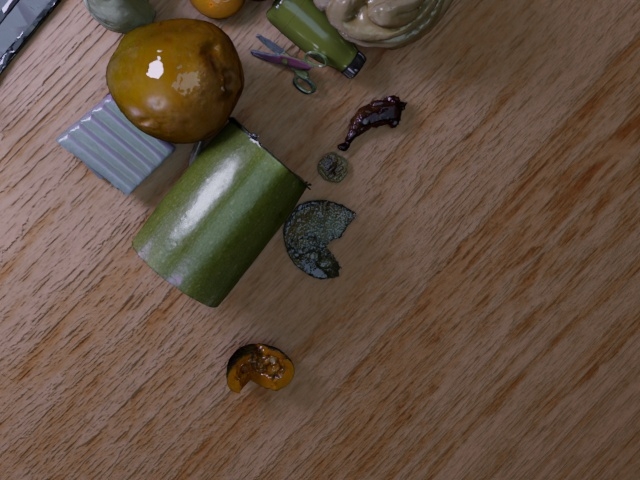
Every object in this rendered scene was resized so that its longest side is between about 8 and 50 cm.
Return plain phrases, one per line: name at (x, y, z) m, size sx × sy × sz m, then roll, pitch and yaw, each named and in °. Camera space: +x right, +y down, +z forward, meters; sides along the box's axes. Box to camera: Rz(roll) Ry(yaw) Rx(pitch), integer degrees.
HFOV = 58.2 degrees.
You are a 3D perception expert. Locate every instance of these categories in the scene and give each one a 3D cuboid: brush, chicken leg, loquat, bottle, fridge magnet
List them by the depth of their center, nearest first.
loquat at (-0.315, -0.355, 1.255) m, size 0.283 × 0.276 × 0.276 m, roll 22°, pitch 97°, yaw 14°
fridge magnet at (-0.242, -0.589, 1.337) m, size 0.143 × 0.063 × 0.143 m, roll -3°, pitch 101°, yaw -14°
bottle at (-0.002, -0.500, 1.397) m, size 0.260 × 0.112 × 0.112 m, roll 36°, pitch 92°, yaw -20°
brush at (-0.272, -0.316, 1.411) m, size 0.042 × 0.039 × 0.299 m, roll 21°, pitch 100°, yaw -15°
chicken leg at (0.133, -0.314, 1.510) m, size 0.219 × 0.048 × 0.089 m, roll -27°, pitch 105°, yaw -8°

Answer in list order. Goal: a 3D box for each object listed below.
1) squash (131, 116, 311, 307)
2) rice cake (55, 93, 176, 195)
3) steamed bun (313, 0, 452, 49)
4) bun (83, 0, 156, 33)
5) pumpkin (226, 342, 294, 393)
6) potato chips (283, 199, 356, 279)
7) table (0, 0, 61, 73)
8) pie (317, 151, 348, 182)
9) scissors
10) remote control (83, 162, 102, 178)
squash at (-0.227, -0.066, 1.359) m, size 0.263 × 0.263 × 0.384 m, roll 38°, pitch 90°, yaw -20°
rice cake at (-0.472, -0.223, 1.342) m, size 0.189 × 0.037 × 0.198 m, roll -44°, pitch 109°, yaw -7°
steamed bun at (0.176, -0.612, 1.328) m, size 0.372 × 0.230 × 0.325 m, roll -13°, pitch 102°, yaw -33°
bun at (-0.449, -0.552, 1.248) m, size 0.126 × 0.204 × 0.213 m, roll -8°, pitch 70°, yaw 11°
pumpkin at (-0.170, 0.336, 1.547) m, size 0.183 × 0.107 × 0.119 m, roll 8°, pitch 108°, yaw -24°
potato chips at (-0.001, -0.001, 1.560) m, size 0.202 × 0.029 × 0.220 m, roll -4°, pitch 101°, yaw -14°
table at (-0.699, -0.480, 1.127) m, size 0.222 × 0.272 × 0.335 m, roll 38°, pitch 91°, yaw -20°
pie at (0.034, -0.192, 1.526) m, size 0.084 × 0.020 × 0.084 m, roll -3°, pitch 103°, yaw -14°
scissors at (-0.080, -0.439, 1.407) m, size 0.187 × 0.133 × 0.020 m, roll 25°, pitch 53°, yaw -9°
remote control at (-0.486, -0.220, 1.374) m, size 0.162 × 0.029 × 0.061 m, roll -43°, pitch 112°, yaw -8°
